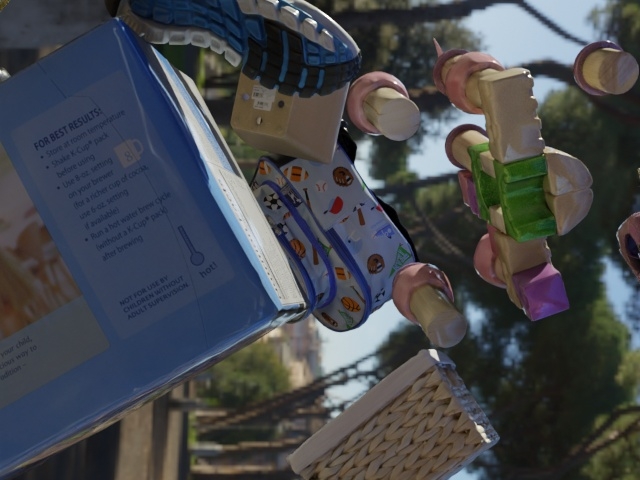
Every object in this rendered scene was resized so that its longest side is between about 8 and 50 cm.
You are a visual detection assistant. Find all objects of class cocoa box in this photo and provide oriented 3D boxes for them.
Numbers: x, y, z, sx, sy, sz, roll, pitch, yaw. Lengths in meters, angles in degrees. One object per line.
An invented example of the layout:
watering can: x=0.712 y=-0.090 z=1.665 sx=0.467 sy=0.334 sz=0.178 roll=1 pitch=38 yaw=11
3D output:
cocoa box: x=-0.215 y=0.036 z=0.783 sx=0.231 sy=0.347 sz=0.228 roll=61 pitch=3 yaw=4

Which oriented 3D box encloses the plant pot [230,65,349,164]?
plant pot: x=-0.044 y=-0.153 z=1.220 sx=0.096 sy=0.109 sz=0.109 roll=2 pitch=101 yaw=-64

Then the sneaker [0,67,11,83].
sneaker: x=-0.509 y=-0.227 z=1.525 sx=0.283 sy=0.124 sz=0.107 roll=-154 pitch=-134 yaw=-76

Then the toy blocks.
toy blocks: x=0.200 y=-0.074 z=1.154 sx=0.260 sy=0.309 sz=0.288 roll=-117 pitch=-168 yaw=-74

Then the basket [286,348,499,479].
basket: x=0.072 y=0.190 z=0.982 sx=0.103 sy=0.167 sz=0.113 roll=54 pitch=9 yaw=15

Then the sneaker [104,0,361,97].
sneaker: x=-0.051 y=-0.165 z=0.740 sx=0.083 sy=0.191 sz=0.071 roll=-52 pitch=160 yaw=-41

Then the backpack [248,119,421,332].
backpack: x=0.000 y=0.000 z=1.487 sx=0.213 sy=0.263 sz=0.276 roll=-44 pitch=178 yaw=-19

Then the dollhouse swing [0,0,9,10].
dollhouse swing: x=-0.438 y=-0.507 z=1.265 sx=0.347 sy=0.305 sz=0.315 roll=47 pitch=-10 yaw=9
